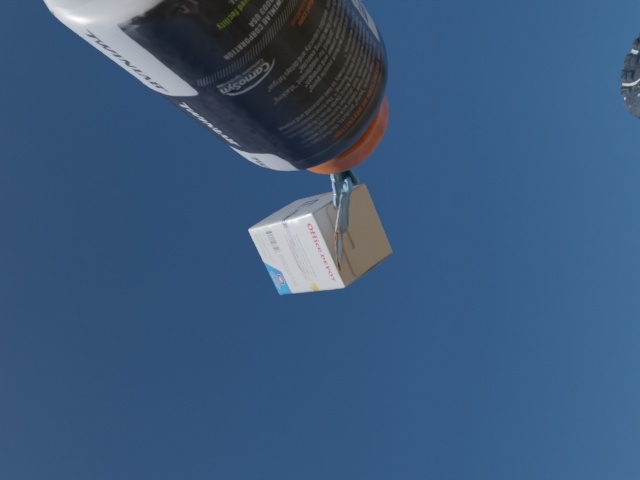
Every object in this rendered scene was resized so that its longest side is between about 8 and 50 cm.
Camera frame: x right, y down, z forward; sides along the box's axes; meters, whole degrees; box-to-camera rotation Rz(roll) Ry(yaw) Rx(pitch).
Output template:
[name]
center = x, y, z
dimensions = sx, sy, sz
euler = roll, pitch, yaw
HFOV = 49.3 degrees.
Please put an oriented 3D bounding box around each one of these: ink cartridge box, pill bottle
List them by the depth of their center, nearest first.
[pill bottle]
center = -0.038, -0.124, 0.431
dimensions = 0.245, 0.130, 0.131
euler = 34, -112, -59
[ink cartridge box]
center = 0.000, 0.000, 1.510
dimensions = 0.168, 0.232, 0.171
euler = -33, -75, -38

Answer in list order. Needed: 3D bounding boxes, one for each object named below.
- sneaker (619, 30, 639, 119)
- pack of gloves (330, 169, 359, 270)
[sneaker]
center = 0.442, -0.238, 0.752
dimensions = 0.122, 0.110, 0.283
euler = 34, -90, -9
[pack of gloves]
center = 0.051, -0.091, 1.225
dimensions = 0.232, 0.046, 0.195
euler = -81, -14, -57
